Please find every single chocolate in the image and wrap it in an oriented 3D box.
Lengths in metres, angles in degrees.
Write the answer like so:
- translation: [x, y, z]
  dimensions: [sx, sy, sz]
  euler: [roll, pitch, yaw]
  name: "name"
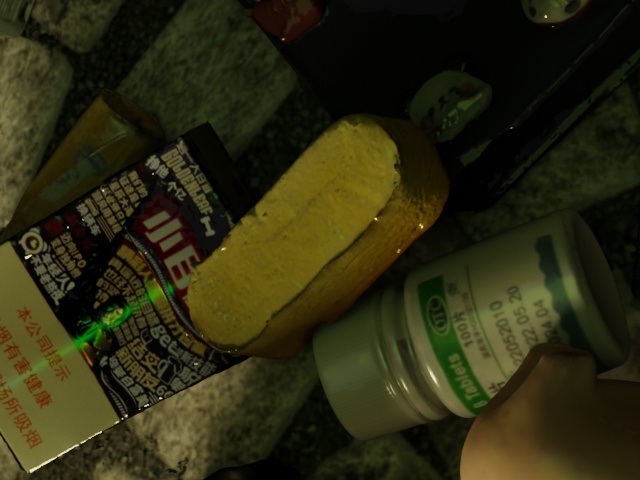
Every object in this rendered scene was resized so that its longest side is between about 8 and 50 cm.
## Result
- translation: [-0.239, -0.039, 1.465]
  dimensions: [0.085, 0.085, 0.219]
  euler: [46, 107, 19]
  name: "chocolate"

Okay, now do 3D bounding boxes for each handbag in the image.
- translation: [0.107, -0.226, 1.313]
  dimensions: [0.303, 0.122, 0.329]
  euler: [-45, 69, 14]
  name: "handbag"

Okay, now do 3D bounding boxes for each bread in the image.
- translation: [0.000, 0.000, 1.234]
  dimensions: [0.245, 0.094, 0.102]
  euler: [-46, 61, 22]
  name: "bread"

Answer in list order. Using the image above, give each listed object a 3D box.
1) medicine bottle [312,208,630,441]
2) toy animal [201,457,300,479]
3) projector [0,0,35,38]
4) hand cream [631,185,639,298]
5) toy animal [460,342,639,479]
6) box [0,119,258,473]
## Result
- translation: [0.121, 0.075, 1.266]
  dimensions: [0.237, 0.139, 0.139]
  euler: [-22, 77, 18]
  name: "medicine bottle"
- translation: [-0.103, 0.299, 1.277]
  dimensions: [0.212, 0.266, 0.213]
  euler: [0, 90, 20]
  name: "toy animal"
- translation: [-0.385, -0.335, 1.536]
  dimensions: [0.256, 0.099, 0.192]
  euler: [25, 94, 22]
  name: "projector"
- translation: [0.378, -0.007, 1.216]
  dimensions: [0.270, 0.061, 0.120]
  euler: [2, 85, 28]
  name: "hand cream"
- translation: [0.261, 0.213, 1.130]
  dimensions: [0.326, 0.237, 0.269]
  euler: [7, 93, 7]
  name: "toy animal"
- translation: [-0.184, 0.054, 1.395]
  dimensions: [0.310, 0.084, 0.198]
  euler: [-29, 95, 18]
  name: "box"
